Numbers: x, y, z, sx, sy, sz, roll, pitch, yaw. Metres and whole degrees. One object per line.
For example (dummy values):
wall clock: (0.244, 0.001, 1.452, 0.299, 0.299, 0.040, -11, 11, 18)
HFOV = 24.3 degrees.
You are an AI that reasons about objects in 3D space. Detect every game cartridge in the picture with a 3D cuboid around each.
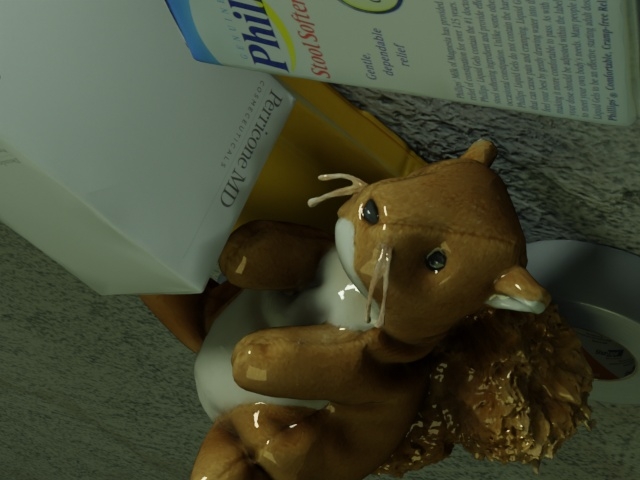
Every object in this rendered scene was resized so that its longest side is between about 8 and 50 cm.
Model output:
game cartridge: (-0.071, -0.094, 1.479, 0.324, 0.052, 0.285, 35, 148, -29)

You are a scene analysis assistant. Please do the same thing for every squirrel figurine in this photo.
squirrel figurine: (0.081, 0.075, 1.409, 0.397, 0.281, 0.370, 21, 129, -35)

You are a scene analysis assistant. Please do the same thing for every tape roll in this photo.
tape roll: (0.280, 0.088, 1.538, 0.219, 0.072, 0.219, 18, 153, 9)

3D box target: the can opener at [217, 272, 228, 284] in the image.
can opener: (0.033, 0.061, 1.582, 0.284, 0.076, 0.095, 0, 164, 6)

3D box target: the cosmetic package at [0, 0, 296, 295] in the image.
cosmetic package: (-0.224, -0.139, 1.207, 0.385, 0.217, 0.156, 38, 153, -33)

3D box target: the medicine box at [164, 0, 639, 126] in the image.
medicine box: (0.076, -0.231, 0.879, 0.289, 0.263, 0.149, 11, 151, 21)
